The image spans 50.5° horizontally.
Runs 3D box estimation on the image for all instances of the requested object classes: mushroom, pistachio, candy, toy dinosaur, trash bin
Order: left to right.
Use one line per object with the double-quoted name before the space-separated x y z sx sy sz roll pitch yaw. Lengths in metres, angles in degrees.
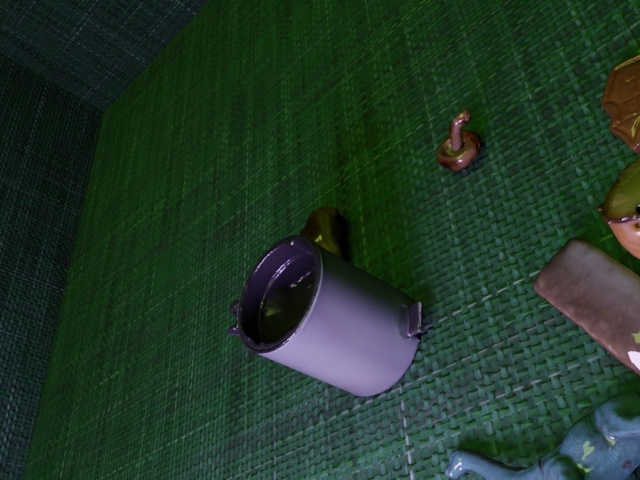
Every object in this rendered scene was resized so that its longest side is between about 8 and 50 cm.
"pistachio" -0.003 0.000 1.484 0.110 0.100 0.189 -28 48 32
"trash bin" 0.017 0.140 1.224 0.277 0.262 0.217 -26 47 38
"mushroom" 0.272 -0.188 1.295 0.129 0.073 0.088 107 179 -48
"toy dinosaur" 0.350 0.249 0.901 0.383 0.129 0.331 -45 15 1
"candy" 0.403 0.093 0.922 0.104 0.102 0.234 -53 35 10

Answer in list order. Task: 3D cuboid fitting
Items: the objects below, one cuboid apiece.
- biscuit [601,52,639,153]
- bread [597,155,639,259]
"biscuit" 0.529 -0.219 1.043 0.182 0.034 0.215 -27 47 38
"bread" 0.482 -0.053 0.881 0.204 0.162 0.262 -22 8 43
